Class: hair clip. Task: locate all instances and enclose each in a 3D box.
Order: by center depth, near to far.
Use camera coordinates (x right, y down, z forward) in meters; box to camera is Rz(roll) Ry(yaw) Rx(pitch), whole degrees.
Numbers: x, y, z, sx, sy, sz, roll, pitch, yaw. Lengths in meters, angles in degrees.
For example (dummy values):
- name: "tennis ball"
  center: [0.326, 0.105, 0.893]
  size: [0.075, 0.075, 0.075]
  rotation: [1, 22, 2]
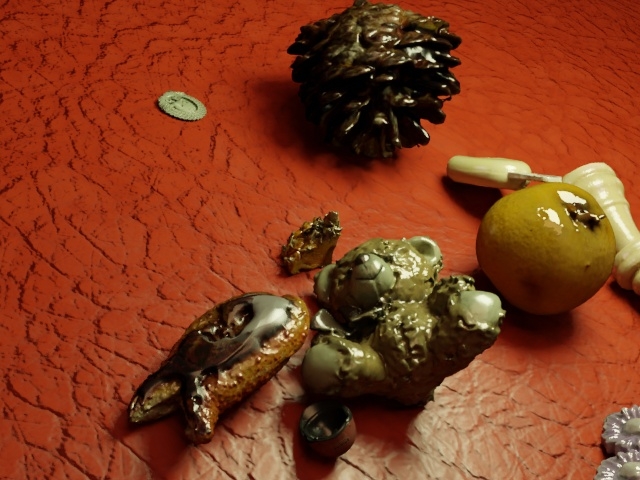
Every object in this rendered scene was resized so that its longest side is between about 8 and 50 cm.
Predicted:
- name: "hair clip"
  center: [0.415, 0.295, 1.265]
  size: [0.106, 0.084, 0.292]
  rotation: [-13, 24, 29]

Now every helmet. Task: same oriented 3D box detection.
- name: "helmet"
  center: [0.013, 0.233, 1.176]
  size: [0.065, 0.049, 0.084]
  rotation: [-29, 24, -5]

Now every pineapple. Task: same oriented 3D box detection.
- name: "pineapple"
  center: [0.000, 0.000, 1.413]
  size: [0.077, 0.114, 0.114]
  rotation: [40, 43, -6]

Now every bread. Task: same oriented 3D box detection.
- name: "bread"
  center: [-0.116, 0.151, 1.185]
  size: [0.139, 0.095, 0.269]
  rotation: [12, 44, 32]

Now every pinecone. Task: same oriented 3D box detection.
- name: "pinecone"
  center: [0.099, -0.273, 1.651]
  size: [0.298, 0.242, 0.295]
  rotation: [-10, 55, 11]

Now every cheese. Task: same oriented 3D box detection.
- name: "cheese"
  center: [0.314, -0.108, 1.605]
  size: [0.127, 0.054, 0.251]
  rotation: [2, 6, -23]

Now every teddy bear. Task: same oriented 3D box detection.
- name: "teddy bear"
  center: [0.095, 0.095, 1.294]
  size: [0.267, 0.156, 0.256]
  rotation: [-17, 49, 2]

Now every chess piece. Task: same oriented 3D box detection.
- name: "chess piece"
  center: [0.530, 0.041, 1.589]
  size: [0.117, 0.117, 0.397]
  rotation: [-3, 46, -27]

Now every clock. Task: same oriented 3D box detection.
- name: "clock"
  center: [-0.232, -0.227, 1.639]
  size: [0.083, 0.010, 0.074]
  rotation: [25, 38, 5]

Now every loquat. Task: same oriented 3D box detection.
- name: "loquat"
  center: [0.338, 0.010, 1.462]
  size: [0.208, 0.208, 0.208]
  rotation: [12, 39, -10]
